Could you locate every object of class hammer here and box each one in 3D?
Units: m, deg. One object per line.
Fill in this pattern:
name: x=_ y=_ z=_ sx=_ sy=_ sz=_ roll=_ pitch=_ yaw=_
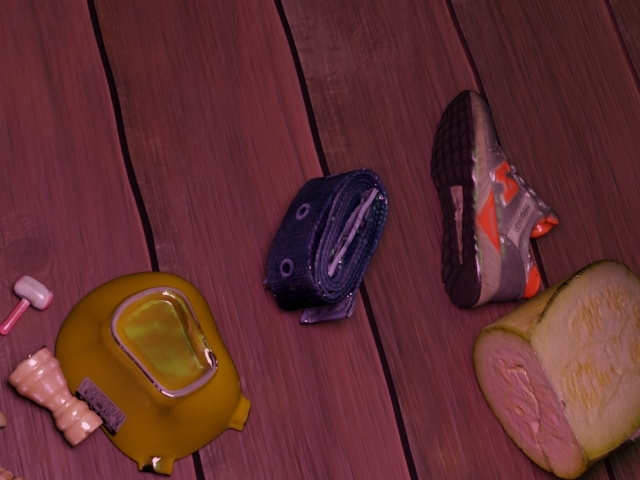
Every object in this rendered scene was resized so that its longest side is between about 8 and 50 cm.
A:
hammer: x=-0.383 y=0.087 z=1.764 sx=0.052 sy=0.031 sz=0.083 roll=33 pitch=67 yaw=2

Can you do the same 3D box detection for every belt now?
belt: x=0.001 y=0.000 z=1.884 sx=0.122 sy=0.128 sz=0.218 roll=46 pitch=55 yaw=-29

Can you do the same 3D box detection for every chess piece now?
chess piece: x=-0.327 y=0.196 z=1.713 sx=0.122 sy=0.066 sz=0.066 roll=48 pitch=61 yaw=3

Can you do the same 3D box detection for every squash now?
squash: x=0.389 y=0.152 z=1.893 sx=0.309 sy=0.210 sz=0.234 roll=-27 pitch=91 yaw=-22

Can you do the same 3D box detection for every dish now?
dish: x=-0.204 y=0.149 z=1.750 sx=0.221 sy=0.108 sz=0.262 roll=-28 pitch=78 yaw=-26

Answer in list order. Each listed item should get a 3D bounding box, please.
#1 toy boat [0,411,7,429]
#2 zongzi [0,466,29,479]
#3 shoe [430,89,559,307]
toy boat: x=-0.472 y=0.223 z=1.648 sx=0.185 sy=0.071 sz=0.089 roll=1 pitch=66 yaw=-19
zongzi: x=-0.320 y=0.339 z=1.597 sx=0.176 sy=0.160 sz=0.078 roll=24 pitch=57 yaw=-5
shoe: x=0.266 y=-0.060 z=1.996 sx=0.171 sy=0.132 sz=0.336 roll=6 pitch=67 yaw=-21
